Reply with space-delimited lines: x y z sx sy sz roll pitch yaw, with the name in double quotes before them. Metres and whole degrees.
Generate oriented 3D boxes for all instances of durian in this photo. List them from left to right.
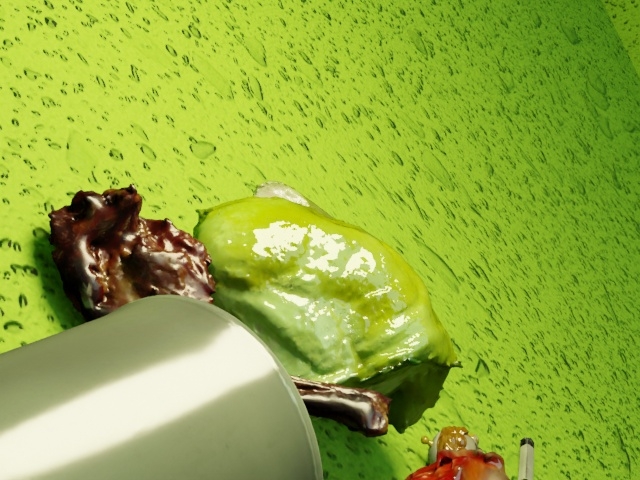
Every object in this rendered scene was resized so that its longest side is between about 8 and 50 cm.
"durian" -0.003 0.083 1.340 0.255 0.204 0.340 -26 86 -46

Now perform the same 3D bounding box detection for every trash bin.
"trash bin" -0.197 0.207 0.891 0.432 0.280 0.280 -16 74 -54

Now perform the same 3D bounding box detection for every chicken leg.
"chicken leg" -0.116 0.100 1.208 0.407 0.158 0.096 36 -10 2

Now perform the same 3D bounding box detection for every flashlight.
"flashlight" 0.294 0.317 1.701 0.018 0.018 0.083 42 33 -18

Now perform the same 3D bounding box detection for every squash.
"squash" 0.000 0.000 1.546 0.239 0.069 0.069 37 35 -29

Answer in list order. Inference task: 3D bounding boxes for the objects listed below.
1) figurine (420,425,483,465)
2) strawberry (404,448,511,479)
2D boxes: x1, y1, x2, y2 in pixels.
"figurine" 0.188 0.297 1.538 0.143 0.068 0.101 41 36 -45
"strawberry" 0.145 0.401 1.316 0.265 0.149 0.336 47 42 -27
